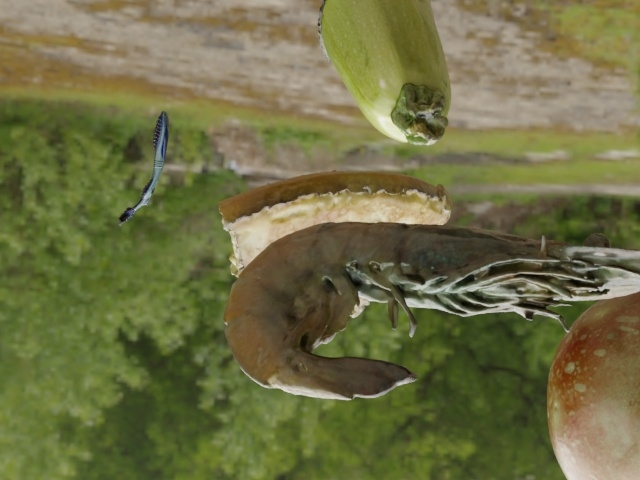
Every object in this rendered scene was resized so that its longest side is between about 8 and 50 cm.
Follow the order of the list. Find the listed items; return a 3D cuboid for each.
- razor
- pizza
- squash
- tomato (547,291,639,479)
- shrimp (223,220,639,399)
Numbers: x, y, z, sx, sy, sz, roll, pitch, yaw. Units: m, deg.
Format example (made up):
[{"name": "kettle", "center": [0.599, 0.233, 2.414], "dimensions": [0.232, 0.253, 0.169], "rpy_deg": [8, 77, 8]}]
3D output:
[{"name": "razor", "center": [-0.213, -0.089, 1.526], "dimensions": [0.028, 0.155, 0.044], "rpy_deg": [24, -162, 2]}, {"name": "pizza", "center": [0.000, 0.000, 1.449], "dimensions": [0.323, 0.223, 0.089], "rpy_deg": [-4, -135, -33]}, {"name": "squash", "center": [0.069, -0.162, 1.223], "dimensions": [0.137, 0.288, 0.137], "rpy_deg": [-5, 135, -5]}, {"name": "tomato", "center": [0.366, 0.172, 1.229], "dimensions": [0.270, 0.270, 0.222], "rpy_deg": [6, -177, 6]}, {"name": "shrimp", "center": [0.076, 0.047, 0.814], "dimensions": [0.295, 0.169, 0.058], "rpy_deg": [0, 133, 15]}]
